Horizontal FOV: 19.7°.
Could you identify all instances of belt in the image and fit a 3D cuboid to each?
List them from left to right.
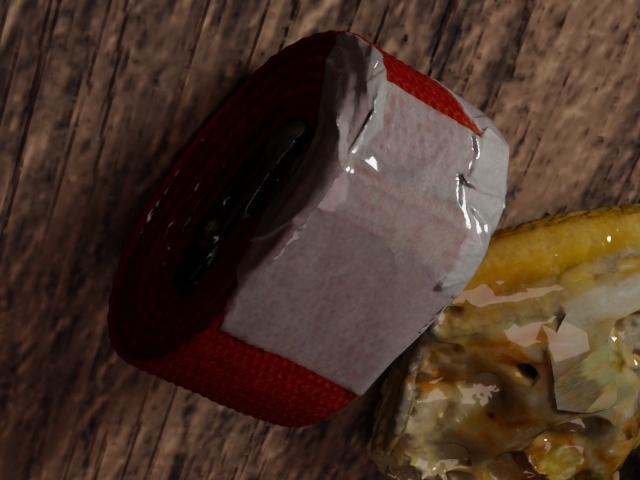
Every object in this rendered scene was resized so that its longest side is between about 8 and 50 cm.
[{"bbox_3d":[0.000,0.000,0.904,0.124,0.128,0.201,27,114,-34],"label":"belt"}]

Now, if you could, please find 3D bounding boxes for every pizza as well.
[{"bbox_3d":[0.123,0.110,1.068,0.189,0.071,0.297,-4,129,-16],"label":"pizza"}]
